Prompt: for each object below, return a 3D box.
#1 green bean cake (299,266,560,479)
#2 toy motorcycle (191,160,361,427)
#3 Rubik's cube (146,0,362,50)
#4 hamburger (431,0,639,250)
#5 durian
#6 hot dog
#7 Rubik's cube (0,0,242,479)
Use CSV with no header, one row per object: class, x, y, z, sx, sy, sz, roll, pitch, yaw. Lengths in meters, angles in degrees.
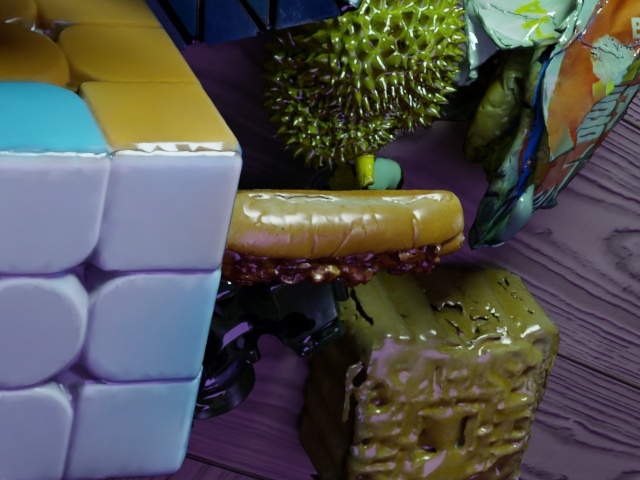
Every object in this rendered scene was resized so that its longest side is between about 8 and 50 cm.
green bean cake,0.102,0.148,1.597,0.224,0.131,0.229,-4,123,-22
toy motorcycle,-0.054,0.048,1.457,0.275,0.127,0.205,-20,126,-8
Rubik's cube,-0.016,-0.295,1.280,0.234,0.284,0.250,-24,98,-33
hamburger,0.179,-0.129,1.419,0.276,0.150,0.260,-56,167,9
durian,0.024,-0.149,1.330,0.146,0.159,0.198,24,104,-49
hot dog,0.000,0.000,1.305,0.249,0.102,0.076,-1,83,-26
Rubik's cube,-0.252,-0.014,1.208,0.291,0.291,0.290,-1,124,-24
